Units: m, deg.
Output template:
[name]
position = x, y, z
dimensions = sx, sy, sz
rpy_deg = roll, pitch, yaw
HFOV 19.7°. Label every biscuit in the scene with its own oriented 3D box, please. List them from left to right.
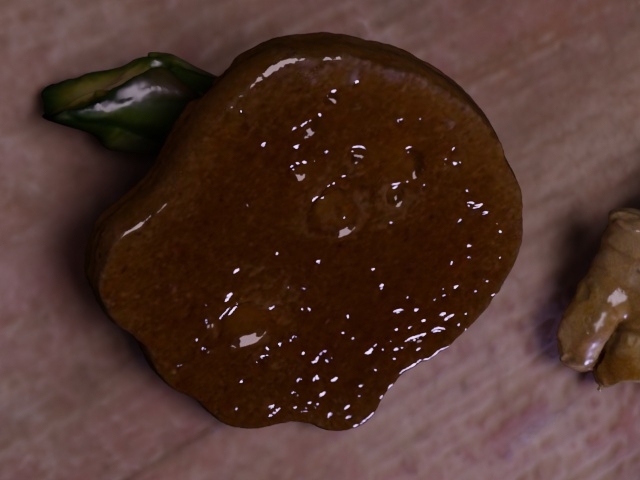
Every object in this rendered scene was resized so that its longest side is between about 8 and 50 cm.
[biscuit]
position = -0.001, -0.001, 1.141
dimensions = 0.257, 0.049, 0.273
rpy_deg = -49, 129, 4

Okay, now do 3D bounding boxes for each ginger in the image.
[ginger]
position = 0.273, 0.048, 1.334
dimensions = 0.216, 0.102, 0.157
rpy_deg = 18, 86, -31

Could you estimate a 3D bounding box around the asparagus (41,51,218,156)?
[asparagus]
position = -0.036, -0.069, 1.159
dimensions = 0.287, 0.080, 0.080
rpy_deg = 18, 80, -34
